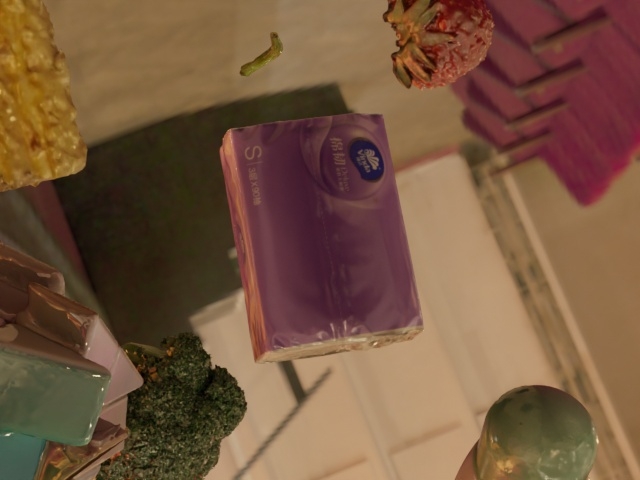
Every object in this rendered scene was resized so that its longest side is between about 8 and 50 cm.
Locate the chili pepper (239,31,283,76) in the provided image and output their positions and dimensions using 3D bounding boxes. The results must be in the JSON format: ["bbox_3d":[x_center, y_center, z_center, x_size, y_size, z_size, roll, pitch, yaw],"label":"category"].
[{"bbox_3d":[-0.062,-0.201,1.425,0.030,0.017,0.083,-10,163,-42],"label":"chili pepper"}]

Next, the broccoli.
[{"bbox_3d":[-0.261,0.275,1.963,0.294,0.245,0.265,-34,145,9],"label":"broccoli"}]

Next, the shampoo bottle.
[{"bbox_3d":[0.264,0.325,1.719,0.222,0.151,0.349,-21,145,-22],"label":"shampoo bottle"}]

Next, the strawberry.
[{"bbox_3d":[0.244,-0.403,2.327,0.137,0.233,0.306,-3,-162,42],"label":"strawberry"}]

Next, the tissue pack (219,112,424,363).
[{"bbox_3d":[0.000,0.000,1.888,0.242,0.338,0.160,-9,170,-10],"label":"tissue pack"}]

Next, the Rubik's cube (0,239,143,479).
[{"bbox_3d":[-0.397,0.191,1.435,0.387,0.358,0.368,-68,166,14],"label":"Rubik's cube"}]

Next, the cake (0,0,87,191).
[{"bbox_3d":[-0.431,-0.136,1.351,0.227,0.222,0.286,-7,-170,46],"label":"cake"}]
